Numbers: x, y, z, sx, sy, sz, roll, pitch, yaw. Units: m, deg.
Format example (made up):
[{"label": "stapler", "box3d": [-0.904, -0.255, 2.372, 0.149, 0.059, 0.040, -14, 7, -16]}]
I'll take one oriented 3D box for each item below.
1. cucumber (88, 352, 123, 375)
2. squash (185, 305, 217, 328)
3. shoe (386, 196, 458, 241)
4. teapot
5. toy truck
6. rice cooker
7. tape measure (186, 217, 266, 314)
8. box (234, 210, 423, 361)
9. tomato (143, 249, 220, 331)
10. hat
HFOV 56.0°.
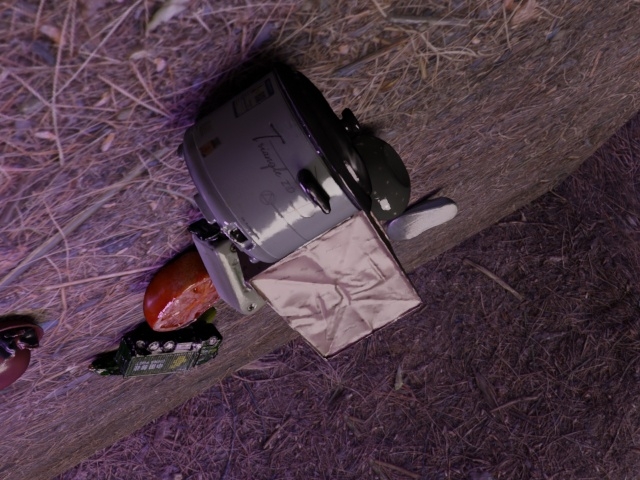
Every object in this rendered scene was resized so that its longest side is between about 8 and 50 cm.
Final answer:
[{"label": "cucumber", "box3d": [-0.531, 0.336, 1.649, 0.067, 0.068, 0.293, -34, 164, 7]}, {"label": "squash", "box3d": [-0.379, 0.249, 1.684, 0.201, 0.066, 0.066, -34, 167, -15]}, {"label": "shoe", "box3d": [0.336, -0.082, 2.031, 0.251, 0.103, 0.100, -21, -150, 7]}, {"label": "teapot", "box3d": [0.053, -0.096, 1.245, 0.250, 0.184, 0.183, -28, 169, 26]}, {"label": "toy truck", "box3d": [-0.390, 0.280, 1.577, 0.259, 0.088, 0.121, 3, 122, -42]}, {"label": "rice cooker", "box3d": [-0.046, -0.108, 0.837, 0.227, 0.241, 0.280, -32, -149, 9]}, {"label": "tape measure", "box3d": [-0.129, 0.014, 1.185, 0.207, 0.115, 0.235, -37, 136, -23]}, {"label": "box", "box3d": [0.010, 0.032, 1.069, 0.225, 0.190, 0.297, -32, 132, 6]}, {"label": "tomato", "box3d": [-0.286, 0.097, 1.308, 0.236, 0.095, 0.237, -35, 165, -11]}, {"label": "hat", "box3d": [-0.597, 0.225, 1.093, 0.205, 0.089, 0.205, -30, 165, -9]}]
